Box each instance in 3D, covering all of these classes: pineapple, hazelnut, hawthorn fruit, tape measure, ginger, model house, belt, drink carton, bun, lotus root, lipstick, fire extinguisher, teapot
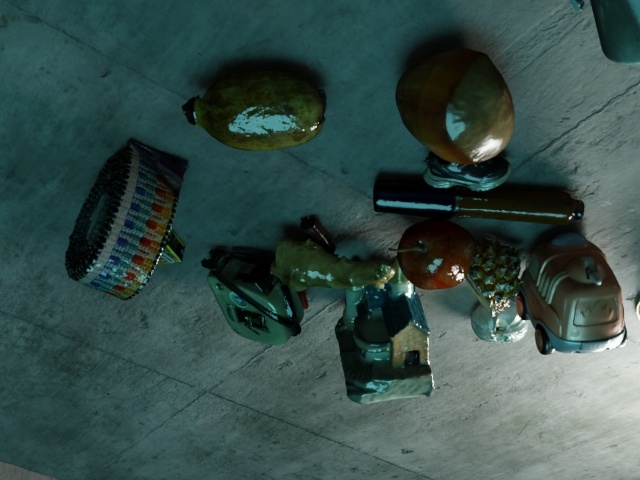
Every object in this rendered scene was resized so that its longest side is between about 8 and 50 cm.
[{"bbox_3d":[0.378,0.057,1.874,0.136,0.161,0.176,-32,101,1],"label":"pineapple"},{"bbox_3d":[0.224,-0.227,1.492,0.214,0.176,0.214,29,153,16],"label":"hazelnut"},{"bbox_3d":[0.220,0.021,1.748,0.162,0.163,0.203,-9,168,19],"label":"hawthorn fruit"},{"bbox_3d":[-0.147,0.136,1.998,0.207,0.115,0.235,12,139,33],"label":"tape measure"},{"bbox_3d":[0.026,0.053,1.870,0.294,0.086,0.131,1,119,29],"label":"ginger"},{"bbox_3d":[0.136,0.157,1.943,0.194,0.267,0.325,-6,130,-5],"label":"model house"},{"bbox_3d":[-0.385,-0.029,1.762,0.160,0.295,0.206,28,152,-30],"label":"belt"},{"bbox_3d":[-0.372,-0.010,1.948,0.071,0.056,0.166,-8,140,22],"label":"drink carton"},{"bbox_3d":[0.426,0.199,2.081,0.140,0.083,0.141,6,142,5],"label":"bun"},{"bbox_3d":[-0.118,-0.233,1.566,0.260,0.128,0.145,-2,128,2],"label":"lotus root"},{"bbox_3d":[0.314,-0.075,1.749,0.418,0.077,0.077,4,142,1],"label":"lipstick"},{"bbox_3d":[0.000,0.000,1.921,0.056,0.039,0.132,20,157,41],"label":"fire extinguisher"},{"bbox_3d":[0.446,-0.381,1.287,0.225,0.171,0.203,45,159,-31],"label":"teapot"}]

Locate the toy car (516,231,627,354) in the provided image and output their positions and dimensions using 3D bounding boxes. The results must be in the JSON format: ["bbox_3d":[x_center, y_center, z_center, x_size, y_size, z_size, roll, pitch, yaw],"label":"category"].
[{"bbox_3d":[0.525,0.101,1.820,0.180,0.270,0.213,-5,120,-5],"label":"toy car"}]

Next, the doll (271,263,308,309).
[{"bbox_3d":[-0.079,0.102,2.046,0.109,0.057,0.169,10,146,5],"label":"doll"}]

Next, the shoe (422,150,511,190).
[{"bbox_3d":[0.277,-0.152,1.664,0.169,0.071,0.099,0,139,13],"label":"shoe"}]

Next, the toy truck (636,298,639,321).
[{"bbox_3d":[0.860,0.222,1.947,0.287,0.212,0.204,-6,141,21],"label":"toy truck"}]
